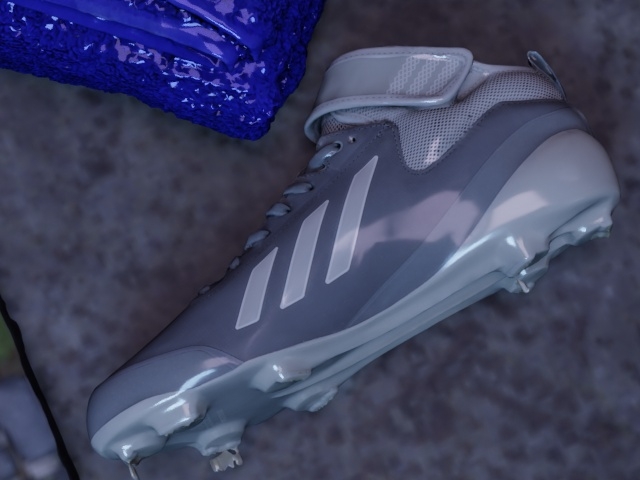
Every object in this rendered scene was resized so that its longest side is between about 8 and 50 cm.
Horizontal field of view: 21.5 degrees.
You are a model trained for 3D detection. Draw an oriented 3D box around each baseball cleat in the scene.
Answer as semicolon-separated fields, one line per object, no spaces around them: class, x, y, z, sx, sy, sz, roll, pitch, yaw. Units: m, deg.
baseball cleat;0.000;0.000;0.599;0.206;0.072;0.109;-25;70;-8

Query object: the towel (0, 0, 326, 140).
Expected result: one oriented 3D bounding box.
towel;-0.127;-0.183;0.606;0.308;0.076;0.228;18;84;1
